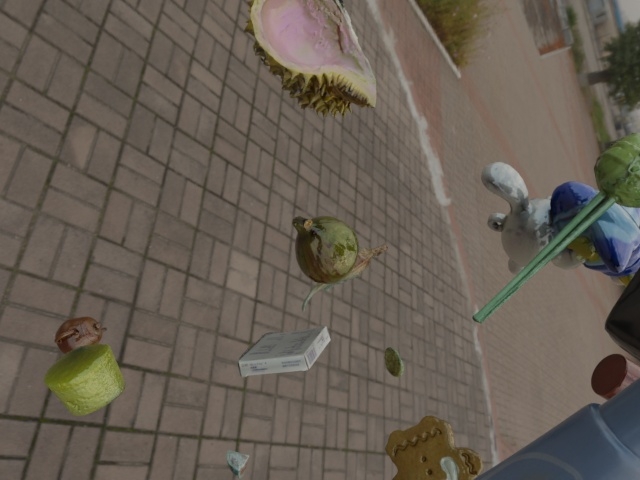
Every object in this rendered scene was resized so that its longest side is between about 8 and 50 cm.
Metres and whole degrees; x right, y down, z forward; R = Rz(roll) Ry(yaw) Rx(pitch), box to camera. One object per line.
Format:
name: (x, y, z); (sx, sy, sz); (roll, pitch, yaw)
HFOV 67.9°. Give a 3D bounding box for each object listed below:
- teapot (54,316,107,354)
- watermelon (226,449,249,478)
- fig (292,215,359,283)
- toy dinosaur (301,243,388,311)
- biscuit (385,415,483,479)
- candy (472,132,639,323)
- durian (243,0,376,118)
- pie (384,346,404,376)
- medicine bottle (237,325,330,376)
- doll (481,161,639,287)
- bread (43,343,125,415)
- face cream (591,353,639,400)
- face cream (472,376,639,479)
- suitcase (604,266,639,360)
teapot: (-0.653, 0.256, 1.303); (0.173, 0.116, 0.116); (51, 32, -79)
watermelon: (-0.222, 0.616, 1.315); (0.061, 0.085, 0.085); (-37, 111, -23)
fig: (-0.006, 0.012, 1.024); (0.186, 0.142, 0.148); (34, 25, -25)
toy dinosaur: (0.045, 0.095, 1.361); (0.393, 0.206, 0.092); (-22, 86, -55)
biscuit: (0.214, 0.446, 0.842); (0.035, 0.184, 0.248); (25, 38, -56)
candy: (0.328, -0.005, 0.638); (0.093, 0.335, 0.092); (43, 17, 2)
durian: (-0.030, -0.344, 0.914); (0.185, 0.196, 0.305); (-39, 98, -13)
pie: (0.197, 0.324, 1.268); (0.021, 0.084, 0.084); (-8, 85, -24)
medicine bottle: (-0.095, 0.289, 1.258); (0.171, 0.201, 0.052); (-38, 114, -65)
doll: (0.560, -0.021, 1.063); (0.376, 0.366, 0.187); (30, 77, -51)
bread: (-0.465, 0.275, 0.938); (0.114, 0.129, 0.111); (68, 26, -22)
face cream: (0.659, 0.317, 0.937); (0.214, 0.096, 0.096); (31, 44, 1)
face cream: (0.262, 0.280, 0.535); (0.086, 0.385, 0.135); (6, 38, -49)
suitcase: (0.552, 0.031, 0.645); (0.339, 0.188, 0.345); (20, 105, -51)
